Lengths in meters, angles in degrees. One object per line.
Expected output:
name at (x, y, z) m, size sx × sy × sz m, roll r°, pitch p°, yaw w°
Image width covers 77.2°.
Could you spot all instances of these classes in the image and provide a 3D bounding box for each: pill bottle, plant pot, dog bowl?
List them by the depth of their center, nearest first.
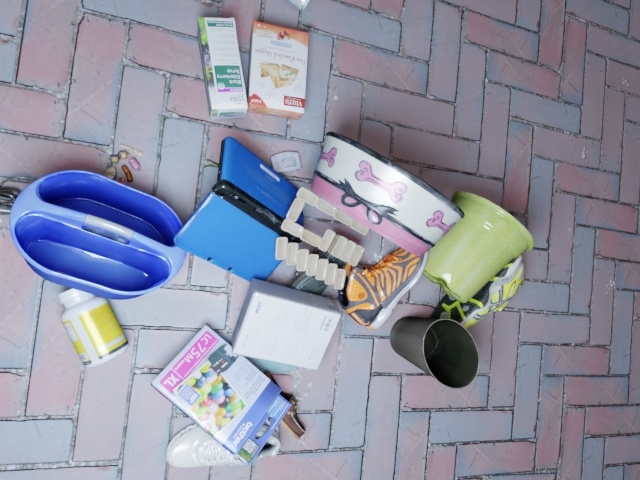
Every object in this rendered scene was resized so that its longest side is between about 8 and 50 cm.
pill bottle at (-0.538, 0.195, 0.942) m, size 0.103 × 0.103 × 0.184 m, roll -24°, pitch 96°, yaw -17°
dog bowl at (0.153, -0.109, 1.039) m, size 0.408 × 0.408 × 0.150 m, roll 29°, pitch 98°, yaw -15°
plant pot at (0.436, 0.037, 1.200) m, size 0.276 × 0.276 × 0.254 m, roll 39°, pitch 88°, yaw -13°

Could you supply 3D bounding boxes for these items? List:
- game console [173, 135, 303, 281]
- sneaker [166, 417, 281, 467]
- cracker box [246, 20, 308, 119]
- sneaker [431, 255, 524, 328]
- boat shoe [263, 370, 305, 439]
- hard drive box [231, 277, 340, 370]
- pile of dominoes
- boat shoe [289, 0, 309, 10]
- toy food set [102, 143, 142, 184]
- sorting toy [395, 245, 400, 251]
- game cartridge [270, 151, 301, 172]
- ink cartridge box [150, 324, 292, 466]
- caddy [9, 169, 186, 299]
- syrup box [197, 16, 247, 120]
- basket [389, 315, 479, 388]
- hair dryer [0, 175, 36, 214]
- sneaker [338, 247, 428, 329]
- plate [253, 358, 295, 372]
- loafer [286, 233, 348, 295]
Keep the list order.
game console at (-0.194, -0.068, 1.026) m, size 0.293 × 0.173 × 0.250 m, roll 36°, pitch 40°, yaw -44°
sneaker at (-0.242, 0.525, 1.025) m, size 0.292 × 0.118 × 0.110 m, roll -3°, pitch 92°, yaw -17°
cracker box at (-0.120, -0.467, 1.113) m, size 0.156 × 0.067 × 0.232 m, roll 3°, pitch 88°, yaw -18°
sneaker at (0.518, 0.190, 1.271) m, size 0.385 × 0.145 × 0.147 m, roll -39°, pitch 113°, yaw -8°
boat shoe at (-0.103, 0.449, 1.094) m, size 0.073 × 0.073 × 0.207 m, roll -41°, pitch 101°, yaw -13°
hard drive box at (-0.091, 0.219, 1.040) m, size 0.232 × 0.089 × 0.181 m, roll 18°, pitch 105°, yaw -17°
pile of dominoes at (0.000, 0.000, 1.057) m, size 0.251 × 0.040 × 0.196 m, roll 28°, pitch 89°, yaw -26°
boat shoe at (-0.035, -0.776, 1.142) m, size 0.081 × 0.079 × 0.227 m, roll 24°, pitch 85°, yaw -21°
toy food set at (-0.497, -0.179, 1.007) m, size 0.078 × 0.019 × 0.122 m, roll 19°, pitch 83°, yaw -17°
sorting toy at (0.278, 0.017, 1.261) m, size 0.083 × 0.012 × 0.062 m, roll 11°, pitch 88°, yaw -18°
game cartridge at (-0.099, -0.224, 1.142) m, size 0.083 × 0.017 × 0.056 m, roll -12°, pitch 96°, yaw -18°
ink cartridge box at (-0.234, 0.381, 0.994) m, size 0.311 × 0.065 × 0.186 m, roll 41°, pitch 57°, yaw -1°
caddy at (-0.475, -0.008, 0.884) m, size 0.341 × 0.179 × 0.241 m, roll 23°, pitch 62°, yaw -26°
syrup box at (-0.258, -0.445, 1.053) m, size 0.093 × 0.096 × 0.236 m, roll -9°, pitch 90°, yaw -18°
basket at (0.309, 0.300, 1.152) m, size 0.154 × 0.227 × 0.204 m, roll -39°, pitch 100°, yaw -15°
hair dryer at (-0.808, -0.083, 0.872) m, size 0.223 × 0.080 × 0.293 m, roll 44°, pitch 77°, yaw -13°
sneaker at (0.173, 0.087, 1.163) m, size 0.180 × 0.124 × 0.321 m, roll 37°, pitch 80°, yaw -14°
plate at (-0.108, 0.277, 1.122) m, size 0.188 × 0.024 × 0.188 m, roll 1°, pitch 88°, yaw -19°
loafer at (-0.020, 0.091, 1.139) m, size 0.267 × 0.084 × 0.096 m, roll -48°, pitch 134°, yaw -10°
